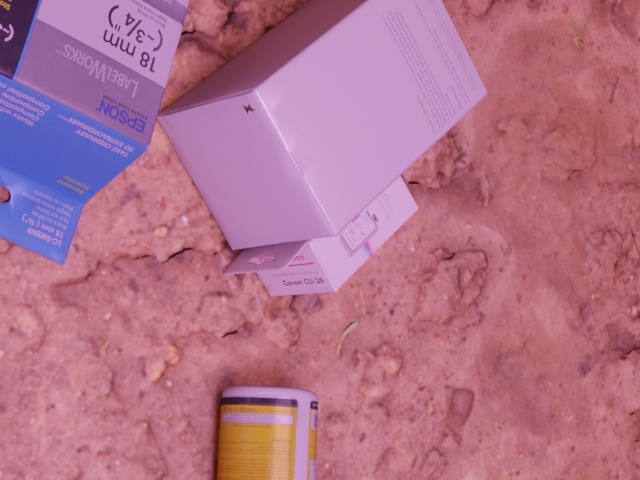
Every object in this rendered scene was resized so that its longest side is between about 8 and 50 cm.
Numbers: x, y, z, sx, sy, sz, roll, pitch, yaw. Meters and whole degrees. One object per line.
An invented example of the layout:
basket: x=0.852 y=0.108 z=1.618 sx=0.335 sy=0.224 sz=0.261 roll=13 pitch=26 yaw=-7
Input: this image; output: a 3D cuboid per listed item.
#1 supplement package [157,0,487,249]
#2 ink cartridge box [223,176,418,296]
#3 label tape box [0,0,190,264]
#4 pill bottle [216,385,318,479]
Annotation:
supplement package: x=0.006 y=-0.145 z=1.655 sx=0.293 sy=0.175 sz=0.177 roll=-42 pitch=112 yaw=-36
ink cartridge box: x=0.000 y=0.000 z=1.673 sx=0.198 sy=0.115 sz=0.067 roll=-43 pitch=112 yaw=-34
label tape box: x=-0.269 y=-0.176 z=1.472 sx=0.241 sy=0.106 sz=0.333 roll=26 pitch=68 yaw=-35
pill bottle: x=-0.057 y=0.246 z=1.602 sx=0.103 sy=0.103 sz=0.184 roll=10 pitch=78 yaw=-39
